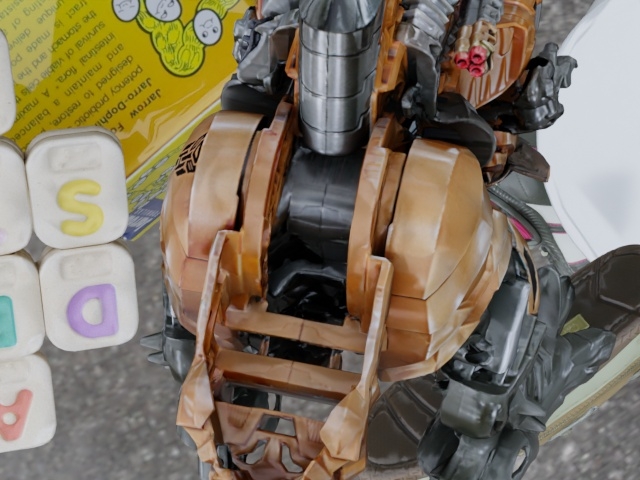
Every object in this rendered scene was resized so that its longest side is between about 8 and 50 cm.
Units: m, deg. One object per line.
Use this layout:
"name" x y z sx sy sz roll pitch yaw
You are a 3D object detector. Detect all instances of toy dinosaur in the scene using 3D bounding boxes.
"toy dinosaur" 0.000 0.000 0.454 0.164 0.322 0.218 30 159 18

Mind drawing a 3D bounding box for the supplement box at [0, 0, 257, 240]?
"supplement box" -0.193 -0.194 1.012 0.195 0.194 0.356 -40 86 4

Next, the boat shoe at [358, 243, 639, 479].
"boat shoe" 0.107 0.081 0.747 0.190 0.072 0.068 -30 48 3

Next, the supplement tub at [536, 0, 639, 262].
"supplement tub" 0.297 -0.094 0.932 0.235 0.325 0.235 13 114 32

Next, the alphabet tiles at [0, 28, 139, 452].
"alphabet tiles" -0.249 0.014 0.841 0.021 0.284 0.278 -121 27 -60

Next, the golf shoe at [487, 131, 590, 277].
"golf shoe" 0.221 -0.018 1.201 0.120 0.273 0.105 -47 35 16
